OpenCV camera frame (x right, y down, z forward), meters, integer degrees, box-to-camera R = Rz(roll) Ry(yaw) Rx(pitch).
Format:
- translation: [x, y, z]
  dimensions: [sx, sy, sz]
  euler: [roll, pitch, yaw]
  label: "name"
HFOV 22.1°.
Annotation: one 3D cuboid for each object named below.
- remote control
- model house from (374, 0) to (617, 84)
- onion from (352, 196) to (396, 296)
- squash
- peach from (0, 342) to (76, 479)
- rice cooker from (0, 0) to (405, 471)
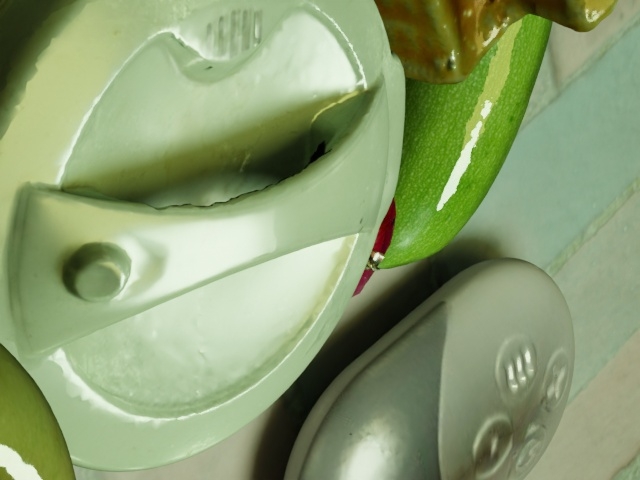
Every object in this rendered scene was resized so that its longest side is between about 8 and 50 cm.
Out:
- translation: [0.091, 0.149, 1.286]
  dimensions: [0.332, 0.103, 0.221]
  euler: [-37, 130, -32]
  label: "remote control"
- translation: [0.084, -0.212, 1.016]
  dimensions: [0.173, 0.268, 0.239]
  euler: [-30, 133, -65]
  label: "model house"
- translation: [0.000, 0.000, 1.072]
  dimensions: [0.150, 0.140, 0.150]
  euler: [-20, 124, -32]
  label: "onion"
- translation: [0.110, -0.161, 1.157]
  dimensions: [0.107, 0.107, 0.395]
  euler: [7, 101, -51]
  label: "squash"
- translation: [-0.213, 0.152, 0.586]
  dimensions: [0.247, 0.292, 0.292]
  euler: [11, 99, -56]
  label: "peach"
- translation: [-0.119, -0.047, 0.795]
  dimensions: [0.288, 0.277, 0.288]
  euler: [-28, 128, -42]
  label: "rice cooker"
